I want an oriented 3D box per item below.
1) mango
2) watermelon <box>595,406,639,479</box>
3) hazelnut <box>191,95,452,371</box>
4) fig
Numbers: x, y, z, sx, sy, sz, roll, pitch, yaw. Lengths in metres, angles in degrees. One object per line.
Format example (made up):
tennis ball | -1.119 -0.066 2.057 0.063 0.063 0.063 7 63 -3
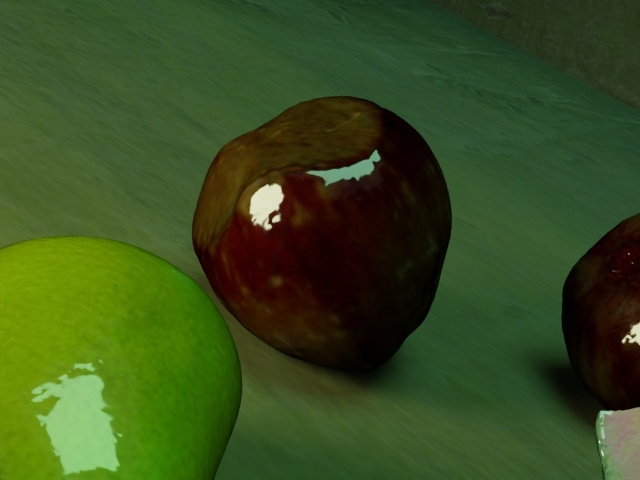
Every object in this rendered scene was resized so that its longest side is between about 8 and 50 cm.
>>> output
mango | -0.141 0.089 0.732 0.185 0.149 0.273 22 23 -3
watermelon | 0.355 0.238 0.821 0.319 0.222 0.292 -12 58 6
hazelnut | 0.000 0.000 1.092 0.218 0.218 0.234 24 38 7
fig | 0.375 0.098 1.226 0.321 0.217 0.217 32 11 -31
